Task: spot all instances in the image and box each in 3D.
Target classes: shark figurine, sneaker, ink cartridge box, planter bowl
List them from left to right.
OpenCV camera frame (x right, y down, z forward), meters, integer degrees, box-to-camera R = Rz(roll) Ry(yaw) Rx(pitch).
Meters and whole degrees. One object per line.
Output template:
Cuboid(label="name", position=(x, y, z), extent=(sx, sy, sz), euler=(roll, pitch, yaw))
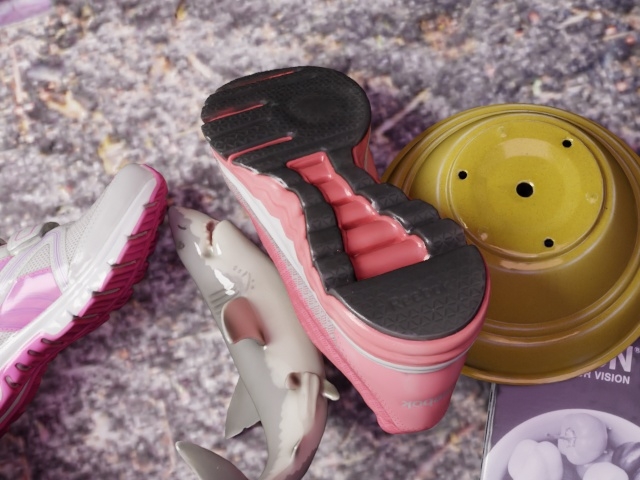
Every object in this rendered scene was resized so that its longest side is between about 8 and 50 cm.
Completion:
Cuboid(label="sneaker", position=(-0.210, 0.034, 0.721), extent=(0.111, 0.103, 0.252), euler=(42, 84, 4))
Cuboid(label="shark figurine", position=(-0.046, 0.113, 0.697), extent=(0.166, 0.278, 0.116), euler=(25, 124, -24))
Cuboid(label="sneaker", position=(0.000, 0.000, 0.689), extent=(0.116, 0.136, 0.314), euler=(-14, 43, -15))
Cuboid(label="planter bowl", position=(0.135, -0.019, 0.705), extent=(0.217, 0.090, 0.217), euler=(-2, 67, 6))
Cuboid(label="ink cartridge box", position=(0.222, 0.110, 0.736), extent=(0.206, 0.045, 0.208), euler=(8, 81, 2))
